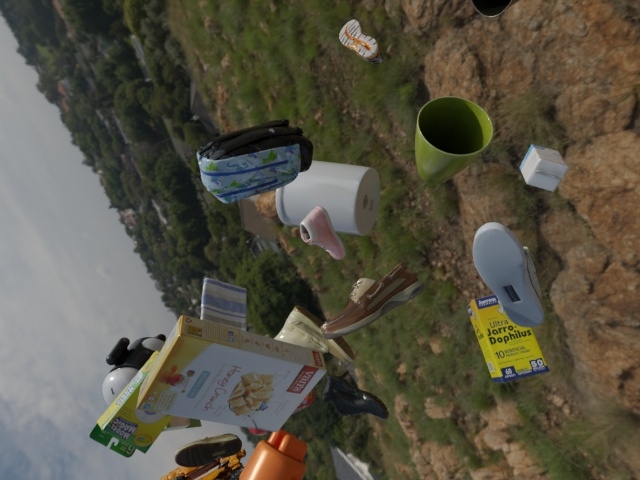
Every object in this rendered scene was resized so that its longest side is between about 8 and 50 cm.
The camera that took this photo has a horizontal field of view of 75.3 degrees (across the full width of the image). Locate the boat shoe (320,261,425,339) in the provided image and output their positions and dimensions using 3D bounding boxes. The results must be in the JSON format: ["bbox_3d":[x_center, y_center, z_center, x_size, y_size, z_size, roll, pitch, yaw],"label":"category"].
[{"bbox_3d":[0.131,0.161,1.132,0.116,0.325,0.123,60,156,11],"label":"boat shoe"}]

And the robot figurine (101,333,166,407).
[{"bbox_3d":[-0.581,0.430,1.348,0.278,0.209,0.173,-78,10,-65],"label":"robot figurine"}]

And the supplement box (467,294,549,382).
[{"bbox_3d":[0.806,0.421,1.813,0.195,0.194,0.356,60,-166,-67],"label":"supplement box"}]

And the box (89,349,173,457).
[{"bbox_3d":[-0.328,0.312,0.781,0.043,0.179,0.105,7,143,49],"label":"box"}]

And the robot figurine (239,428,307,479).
[{"bbox_3d":[-0.113,0.541,0.922,0.158,0.219,0.128,23,160,17],"label":"robot figurine"}]

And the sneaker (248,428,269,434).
[{"bbox_3d":[-0.179,0.367,1.098,0.276,0.098,0.135,65,149,21],"label":"sneaker"}]

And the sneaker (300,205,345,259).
[{"bbox_3d":[0.000,0.000,0.866,0.051,0.070,0.134,16,140,50],"label":"sneaker"}]

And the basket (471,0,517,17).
[{"bbox_3d":[0.521,-0.725,1.090,0.154,0.227,0.204,32,143,46],"label":"basket"}]

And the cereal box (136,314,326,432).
[{"bbox_3d":[-0.134,0.217,0.645,0.173,0.240,0.047,-56,27,24],"label":"cereal box"}]

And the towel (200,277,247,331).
[{"bbox_3d":[-0.394,0.295,1.720,0.034,0.209,0.284,-42,40,34],"label":"towel"}]

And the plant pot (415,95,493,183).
[{"bbox_3d":[0.485,-0.357,1.627,0.274,0.275,0.293,53,165,20],"label":"plant pot"}]

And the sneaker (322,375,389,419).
[{"bbox_3d":[0.138,0.654,1.665,0.286,0.130,0.109,18,168,31],"label":"sneaker"}]

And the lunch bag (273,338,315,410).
[{"bbox_3d":[-0.177,0.544,1.632,0.120,0.258,0.293,96,154,-62],"label":"lunch bag"}]

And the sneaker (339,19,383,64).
[{"bbox_3d":[0.138,-0.666,1.407,0.083,0.084,0.214,16,-143,-52],"label":"sneaker"}]

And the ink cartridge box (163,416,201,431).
[{"bbox_3d":[-0.553,0.658,1.647,0.235,0.056,0.171,30,-148,-57],"label":"ink cartridge box"}]

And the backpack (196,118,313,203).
[{"bbox_3d":[-0.250,-0.282,1.462,0.290,0.356,0.273,42,132,42],"label":"backpack"}]

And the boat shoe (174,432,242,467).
[{"bbox_3d":[-0.325,0.593,1.185,0.072,0.190,0.068,13,94,57],"label":"boat shoe"}]

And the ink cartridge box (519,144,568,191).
[{"bbox_3d":[0.709,-0.229,1.320,0.092,0.143,0.089,17,127,3],"label":"ink cartridge box"}]

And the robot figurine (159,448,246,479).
[{"bbox_3d":[-0.384,0.795,1.399,0.211,0.291,0.085,40,149,57],"label":"robot figurine"}]

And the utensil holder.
[{"bbox_3d":[0.041,-0.199,1.892,0.386,0.327,0.327,11,134,27],"label":"utensil holder"}]

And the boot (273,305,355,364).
[{"bbox_3d":[-0.037,0.375,1.396,0.262,0.203,0.095,37,-174,5],"label":"boot"}]

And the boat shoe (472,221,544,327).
[{"bbox_3d":[0.549,0.069,1.184,0.136,0.156,0.367,-19,117,39],"label":"boat shoe"}]
